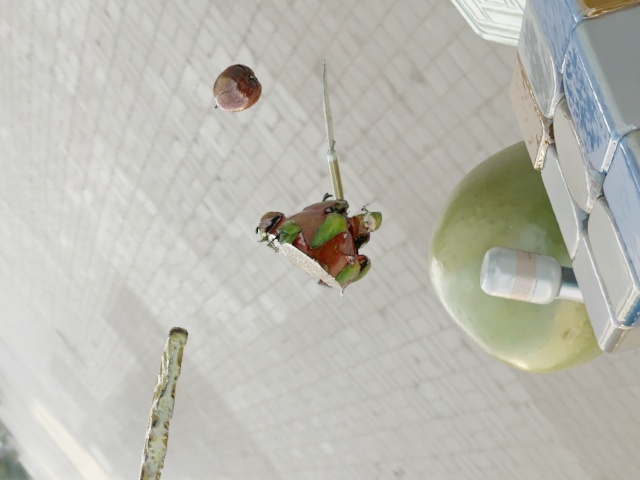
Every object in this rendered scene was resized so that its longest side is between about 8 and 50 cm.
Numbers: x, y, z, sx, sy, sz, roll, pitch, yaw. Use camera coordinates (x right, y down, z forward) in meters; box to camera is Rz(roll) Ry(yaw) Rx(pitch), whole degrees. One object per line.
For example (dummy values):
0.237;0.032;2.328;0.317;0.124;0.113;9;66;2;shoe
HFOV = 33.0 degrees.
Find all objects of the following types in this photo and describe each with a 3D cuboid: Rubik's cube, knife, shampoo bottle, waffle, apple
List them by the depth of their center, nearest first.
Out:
0.406;-0.124;1.053;0.347;0.347;0.344;73;-178;-68;Rubik's cube
-0.160;0.174;1.096;0.023;0.152;0.097;12;145;-9;waffle
0.333;0.058;1.572;0.192;0.074;0.074;9;155;0;shampoo bottle
0.020;-0.162;1.793;0.017;0.047;0.298;2;125;18;knife
0.441;0.018;2.104;0.473;0.473;0.473;44;160;21;apple

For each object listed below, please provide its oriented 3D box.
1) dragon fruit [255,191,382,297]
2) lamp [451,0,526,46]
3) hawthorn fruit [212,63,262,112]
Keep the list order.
0.000;0.000;1.320;0.138;0.175;0.142;43;144;5;dragon fruit
0.239;-0.364;1.492;0.269;0.047;0.266;44;174;-31;lamp
-0.128;-0.230;1.646;0.077;0.077;0.077;44;160;21;hawthorn fruit
